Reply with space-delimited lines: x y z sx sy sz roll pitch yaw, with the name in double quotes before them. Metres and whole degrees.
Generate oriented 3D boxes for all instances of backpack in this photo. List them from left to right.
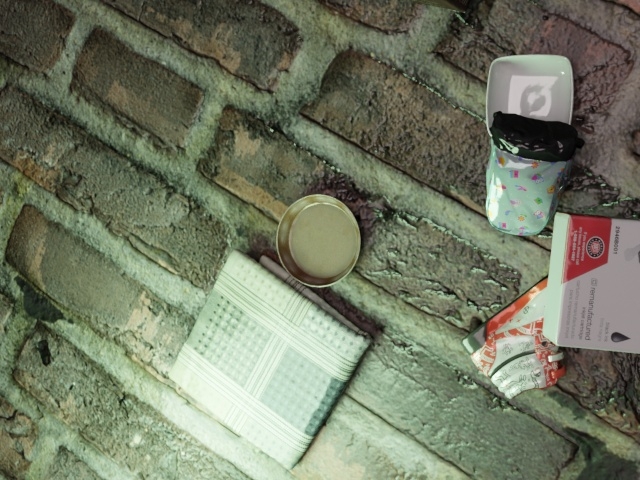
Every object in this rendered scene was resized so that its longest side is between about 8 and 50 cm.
"backpack" 0.324 -0.101 1.613 0.152 0.115 0.182 16 129 15

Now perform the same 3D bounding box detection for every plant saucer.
"plant saucer" 0.000 0.000 1.839 0.169 0.029 0.168 1 92 24

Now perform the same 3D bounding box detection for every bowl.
"bowl" 0.348 -0.230 1.660 0.142 0.053 0.142 3 92 25

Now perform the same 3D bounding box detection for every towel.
"towel" -0.101 0.215 1.887 0.324 0.056 0.312 34 108 18

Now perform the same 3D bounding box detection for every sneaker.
"sneaker" 0.373 0.144 1.640 0.270 0.090 0.145 -40 82 19

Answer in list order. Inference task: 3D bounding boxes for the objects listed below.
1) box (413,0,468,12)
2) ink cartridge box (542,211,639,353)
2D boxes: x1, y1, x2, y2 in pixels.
"box" 0.158 -0.487 1.660 0.167 0.203 0.168 20 99 24
"ink cartridge box" 0.487 0.068 1.516 0.273 0.114 0.196 5 94 1
